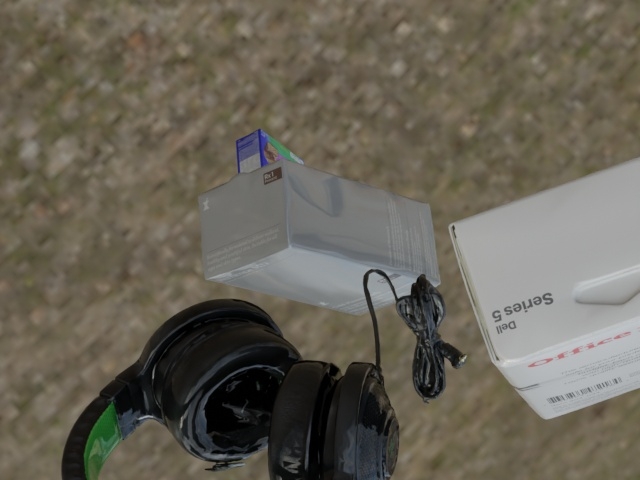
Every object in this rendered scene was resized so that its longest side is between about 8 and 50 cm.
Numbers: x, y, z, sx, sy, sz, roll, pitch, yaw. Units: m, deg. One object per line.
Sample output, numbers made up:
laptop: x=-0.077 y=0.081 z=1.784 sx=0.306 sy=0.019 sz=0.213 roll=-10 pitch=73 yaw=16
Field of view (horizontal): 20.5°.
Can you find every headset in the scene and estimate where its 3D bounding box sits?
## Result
headset: x=-0.028 y=0.158 z=1.456 sx=0.394 sy=0.243 sz=0.185 roll=-39 pitch=137 yaw=-33

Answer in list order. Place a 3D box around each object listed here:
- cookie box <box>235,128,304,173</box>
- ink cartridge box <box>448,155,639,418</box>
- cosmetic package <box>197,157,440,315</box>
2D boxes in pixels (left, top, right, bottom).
cookie box: x=-0.056 y=-0.064 z=2.105 sx=0.040 sy=0.107 sz=0.092 roll=-26 pitch=140 yaw=27
ink cartridge box: x=0.223 y=0.035 z=1.323 sx=0.198 sy=0.115 sz=0.273 roll=-20 pitch=163 yaw=8
cosmetic package: x=0.000 y=0.000 z=1.826 sx=0.127 sy=0.107 sz=0.238 roll=-23 pitch=157 yaw=40
